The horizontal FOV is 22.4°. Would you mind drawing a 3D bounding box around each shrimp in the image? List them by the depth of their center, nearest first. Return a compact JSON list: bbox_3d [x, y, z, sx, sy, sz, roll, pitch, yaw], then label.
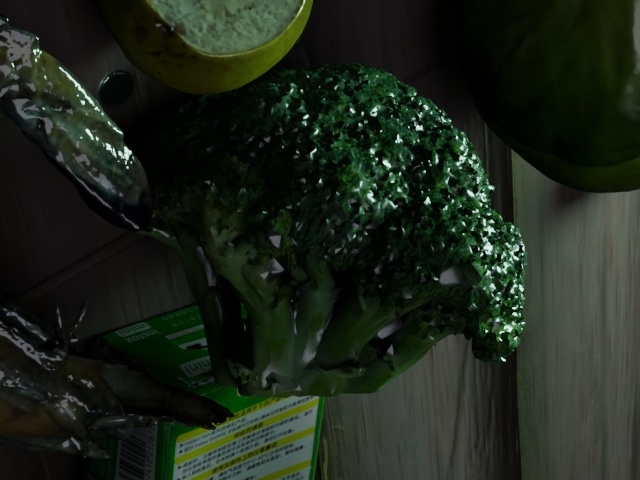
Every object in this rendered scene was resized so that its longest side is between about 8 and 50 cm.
[{"bbox_3d":[-0.203,0.012,1.013,0.445,0.085,0.272,34,104,-37],"label":"shrimp"}]

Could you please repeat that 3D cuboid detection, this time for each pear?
[{"bbox_3d":[-0.080,-0.162,1.056,0.141,0.104,0.141,6,77,-26],"label":"pear"}]

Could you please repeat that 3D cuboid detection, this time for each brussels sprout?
[{"bbox_3d":[0.225,-0.171,1.261,0.210,0.219,0.271,-24,147,-37],"label":"brussels sprout"}]

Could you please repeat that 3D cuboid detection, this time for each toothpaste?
[{"bbox_3d":[-0.012,-0.102,1.226,0.045,0.028,0.170,-43,141,-21],"label":"toothpaste"}]

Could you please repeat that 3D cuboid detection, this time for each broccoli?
[{"bbox_3d":[0.000,0.000,1.116,0.265,0.294,0.245,-35,133,-65],"label":"broccoli"}]

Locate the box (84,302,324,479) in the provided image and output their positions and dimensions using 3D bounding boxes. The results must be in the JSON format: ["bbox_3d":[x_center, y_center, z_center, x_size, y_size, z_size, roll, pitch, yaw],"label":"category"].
[{"bbox_3d":[-0.095,0.174,1.281,0.180,0.103,0.250,-18,129,-36],"label":"box"}]
